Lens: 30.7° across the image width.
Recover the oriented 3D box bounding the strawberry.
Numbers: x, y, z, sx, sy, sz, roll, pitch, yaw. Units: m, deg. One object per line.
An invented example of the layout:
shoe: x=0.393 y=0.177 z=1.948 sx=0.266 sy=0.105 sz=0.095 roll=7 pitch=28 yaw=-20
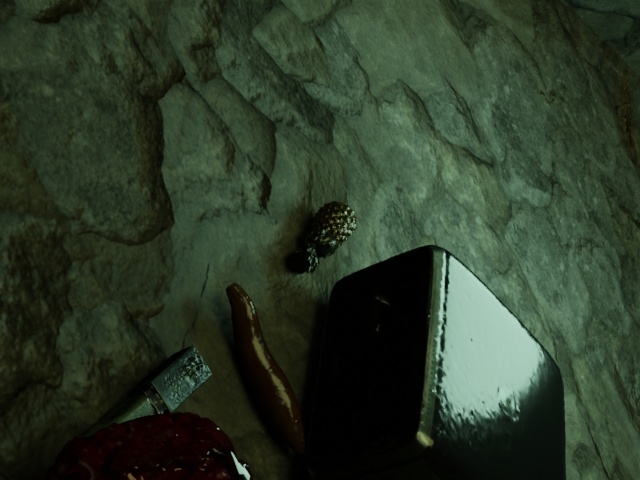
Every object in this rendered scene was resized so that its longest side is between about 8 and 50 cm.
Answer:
strawberry: x=-0.172 y=0.315 z=1.281 sx=0.274 sy=0.221 sz=0.274 roll=18 pitch=67 yaw=-51

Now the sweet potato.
sweet potato: x=-0.081 y=0.187 z=1.653 sx=0.057 sy=0.057 sz=0.264 roll=-29 pitch=95 yaw=-56

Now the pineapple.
pineapple: x=0.000 y=0.000 z=1.867 sx=0.074 sy=0.074 sz=0.159 roll=55 pitch=40 yaw=-16

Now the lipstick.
lipstick: x=-0.240 y=0.225 z=1.419 sx=0.051 sy=0.051 sz=0.312 roll=61 pitch=35 yaw=-8

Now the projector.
projector: x=0.189 y=0.280 z=1.803 sx=0.405 sy=0.242 sz=0.395 roll=43 pitch=38 yaw=-33
